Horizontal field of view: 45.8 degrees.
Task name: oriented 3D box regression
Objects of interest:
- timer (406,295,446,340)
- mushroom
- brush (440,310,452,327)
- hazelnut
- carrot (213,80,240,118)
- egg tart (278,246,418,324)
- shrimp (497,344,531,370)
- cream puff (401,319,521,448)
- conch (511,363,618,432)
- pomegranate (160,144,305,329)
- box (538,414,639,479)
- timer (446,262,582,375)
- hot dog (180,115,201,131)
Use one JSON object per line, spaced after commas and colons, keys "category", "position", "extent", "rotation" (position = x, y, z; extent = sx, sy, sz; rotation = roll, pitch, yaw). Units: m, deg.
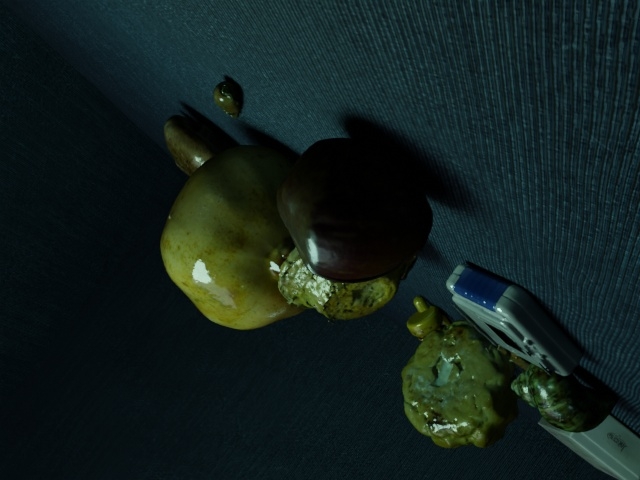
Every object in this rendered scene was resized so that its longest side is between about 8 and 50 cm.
{"category": "timer", "position": [0.296, 0.223, 2.180], "extent": [0.109, 0.107, 0.107], "rotation": [57, 170, -11]}
{"category": "mushroom", "position": [-0.312, -0.232, 2.066], "extent": [0.278, 0.146, 0.278], "rotation": [40, -178, -1]}
{"category": "brush", "position": [0.389, 0.250, 2.290], "extent": [0.082, 0.010, 0.218], "rotation": [35, 173, 35]}
{"category": "hazelnut", "position": [0.050, -0.055, 1.091], "extent": [0.218, 0.218, 0.234], "rotation": [42, -168, -39]}
{"category": "carrot", "position": [-0.175, -0.265, 1.476], "extent": [0.049, 0.049, 0.254], "rotation": [38, 179, 0]}
{"category": "egg tart", "position": [0.064, 0.073, 1.495], "extent": [0.295, 0.294, 0.116], "rotation": [44, -160, -51]}
{"category": "shrimp", "position": [0.449, 0.260, 1.749], "extent": [0.132, 0.052, 0.187], "rotation": [33, 176, 38]}
{"category": "cream puff", "position": [0.379, 0.377, 1.905], "extent": [0.257, 0.291, 0.324], "rotation": [30, -166, -41]}
{"category": "conch", "position": [0.497, 0.318, 1.562], "extent": [0.181, 0.124, 0.187], "rotation": [37, -177, 35]}
{"category": "pomegranate", "position": [-0.149, -0.002, 1.681], "extent": [0.416, 0.417, 0.416], "rotation": [37, 175, 4]}
{"category": "box", "position": [0.676, 0.485, 1.866], "extent": [0.194, 0.111, 0.260], "rotation": [38, 177, 3]}
{"category": "timer", "position": [0.346, 0.150, 1.369], "extent": [0.253, 0.078, 0.178], "rotation": [42, 172, -34]}
{"category": "hot dog", "position": [-0.376, -0.269, 2.277], "extent": [0.075, 0.144, 0.268], "rotation": [-6, 149, 21]}
